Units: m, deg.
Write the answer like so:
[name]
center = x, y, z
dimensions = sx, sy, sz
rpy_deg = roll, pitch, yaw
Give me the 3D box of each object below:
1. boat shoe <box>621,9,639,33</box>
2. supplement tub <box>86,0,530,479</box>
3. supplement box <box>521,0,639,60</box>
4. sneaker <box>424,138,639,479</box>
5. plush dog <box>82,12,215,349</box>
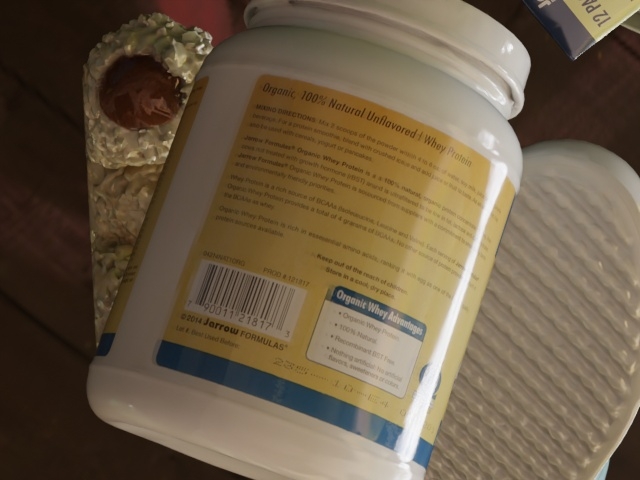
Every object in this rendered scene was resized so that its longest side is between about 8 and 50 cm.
[boat shoe]
center = 0.214, -0.106, 0.702
dimensions = 0.227, 0.068, 0.081
rpy_deg = 5, -92, 14
[supplement tub]
center = 0.000, 0.000, 0.718
dimensions = 0.144, 0.144, 0.200
rpy_deg = 19, -100, 2
[supplement box]
center = 0.079, -0.112, 0.495
dimensions = 0.083, 0.083, 0.056
rpy_deg = -38, -60, 13
[sneaker]
center = 0.099, 0.085, 0.932
dimensions = 0.135, 0.150, 0.366
rpy_deg = 16, -55, 5
[plush dog]
center = -0.047, -0.043, 1.187
dimensions = 0.225, 0.210, 0.263
rpy_deg = -3, -70, -8
